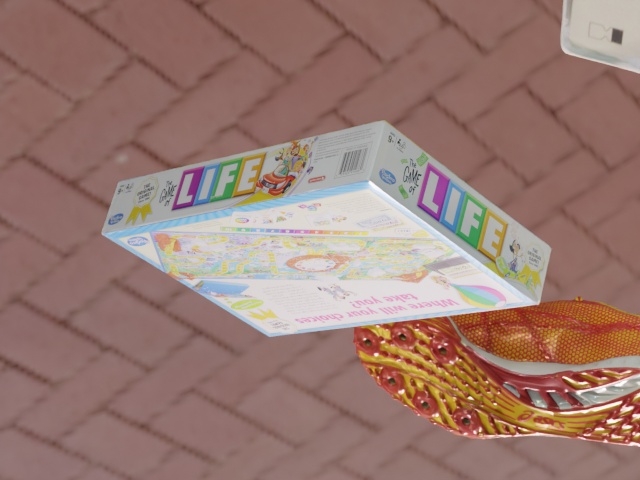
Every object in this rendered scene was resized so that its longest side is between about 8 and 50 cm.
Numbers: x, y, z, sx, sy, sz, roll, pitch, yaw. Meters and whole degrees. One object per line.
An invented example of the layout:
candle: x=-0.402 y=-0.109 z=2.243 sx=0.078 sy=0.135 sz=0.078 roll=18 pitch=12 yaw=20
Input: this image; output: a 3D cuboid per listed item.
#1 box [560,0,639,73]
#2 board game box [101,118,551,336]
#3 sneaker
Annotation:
box: x=0.231 y=-0.184 z=0.847 sx=0.148 sy=0.311 sz=0.121 roll=15 pitch=124 yaw=19
board game box: x=0.000 y=0.000 z=0.733 sx=0.154 sy=0.026 sz=0.103 roll=-9 pitch=146 yaw=44
sneaker: x=0.101 y=0.056 z=0.853 sx=0.175 sy=0.067 sz=0.064 roll=9 pitch=124 yaw=18
